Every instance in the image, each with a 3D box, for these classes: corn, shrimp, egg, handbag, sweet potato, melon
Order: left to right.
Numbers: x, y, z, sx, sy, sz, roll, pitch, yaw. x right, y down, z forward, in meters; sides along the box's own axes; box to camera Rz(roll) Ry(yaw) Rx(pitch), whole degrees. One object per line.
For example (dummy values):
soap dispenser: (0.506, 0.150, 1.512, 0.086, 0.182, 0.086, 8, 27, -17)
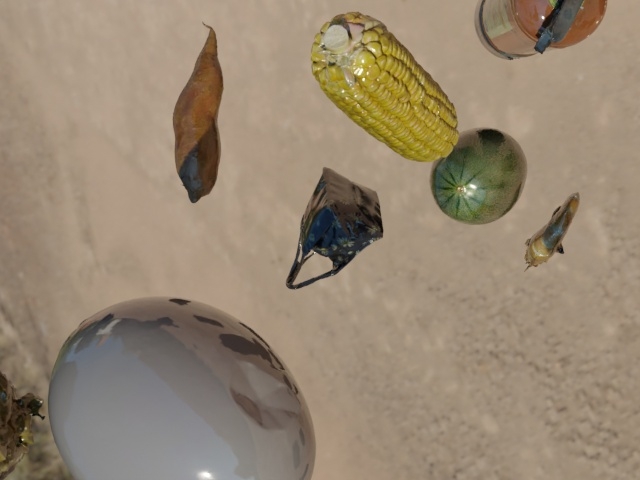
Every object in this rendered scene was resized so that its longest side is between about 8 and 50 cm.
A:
egg: (-0.105, 0.137, 0.955, 0.232, 0.176, 0.176, 24, 128, 41)
sweet potato: (-0.126, -0.135, 1.302, 0.056, 0.056, 0.195, -7, 76, 61)
handbag: (0.000, 0.000, 1.387, 0.139, 0.072, 0.115, -51, 21, 21)
corn: (0.060, -0.127, 1.089, 0.080, 0.080, 0.238, 52, -171, 30)
melon: (0.191, -0.079, 1.504, 0.114, 0.167, 0.114, 8, 114, 19)
shrimp: (0.296, -0.014, 1.612, 0.162, 0.045, 0.095, 110, 179, -69)

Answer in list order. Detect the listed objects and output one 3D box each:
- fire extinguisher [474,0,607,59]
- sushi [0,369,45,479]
fire extinguisher: (0.283, -0.320, 1.540, 0.376, 0.113, 0.200, -111, 34, -83)
sushi: (-0.323, 0.140, 1.026, 0.147, 0.115, 0.212, -79, -23, -45)
